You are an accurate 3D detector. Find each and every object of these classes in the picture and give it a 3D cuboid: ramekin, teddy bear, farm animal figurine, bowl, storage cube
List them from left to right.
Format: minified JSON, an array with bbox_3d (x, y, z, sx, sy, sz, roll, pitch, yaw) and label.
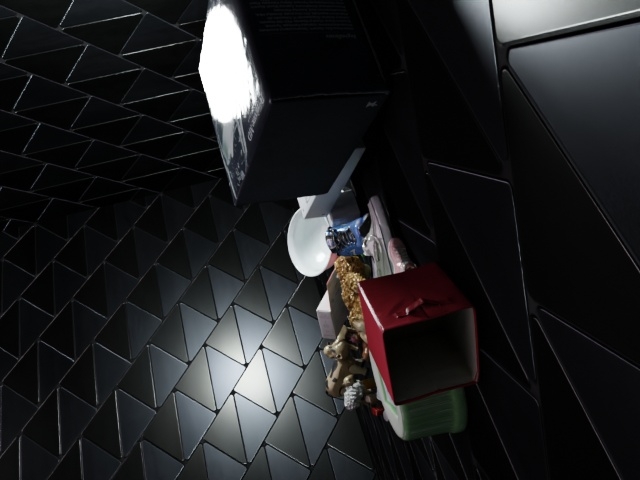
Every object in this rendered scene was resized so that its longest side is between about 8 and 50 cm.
[{"bbox_3d":[0.000,0.000,2.309,0.298,0.134,0.297,5,97,51],"label":"bowl"},{"bbox_3d":[0.093,0.456,2.102,0.330,0.172,0.326,171,113,-74],"label":"farm animal figurine"},{"bbox_3d":[0.139,0.188,1.815,0.338,0.113,0.245,-98,-18,-56],"label":"teddy bear"},{"bbox_3d":[0.226,0.335,1.337,0.303,0.148,0.303,165,90,-83],"label":"ramekin"},{"bbox_3d":[0.196,0.181,1.113,0.193,0.184,0.215,-115,12,-63],"label":"storage cube"}]

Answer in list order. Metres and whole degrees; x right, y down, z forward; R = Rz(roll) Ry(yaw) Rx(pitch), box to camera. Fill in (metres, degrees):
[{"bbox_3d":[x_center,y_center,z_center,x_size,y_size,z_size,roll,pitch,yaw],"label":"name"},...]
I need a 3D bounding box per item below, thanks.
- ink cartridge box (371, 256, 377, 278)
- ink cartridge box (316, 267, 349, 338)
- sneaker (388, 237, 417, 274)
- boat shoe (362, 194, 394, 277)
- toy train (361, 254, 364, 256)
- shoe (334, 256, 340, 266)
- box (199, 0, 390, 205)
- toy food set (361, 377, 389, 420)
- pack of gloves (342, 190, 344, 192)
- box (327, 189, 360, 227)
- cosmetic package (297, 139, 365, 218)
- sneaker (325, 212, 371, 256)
[{"bbox_3d":[0.200,0.185,1.643,0.208,0.045,0.206,-104,4,-52],"label":"ink cartridge box"},{"bbox_3d":[0.062,0.189,2.124,0.296,0.066,0.261,-57,-37,-53],"label":"ink cartridge box"},{"bbox_3d":[0.206,0.050,1.340,0.070,0.051,0.134,139,128,-62],"label":"sneaker"},{"bbox_3d":[0.154,0.017,1.439,0.096,0.088,0.267,-61,-44,-74],"label":"boat shoe"},{"bbox_3d":[0.141,0.029,1.942,0.083,0.017,0.023,-114,1,-54],"label":"toy train"},{"bbox_3d":[0.074,0.057,2.381,0.081,0.063,0.178,-141,32,-77],"label":"shoe"},{"bbox_3d":[-0.103,-0.412,1.391,0.480,0.297,0.471,125,130,-61],"label":"box"},{"bbox_3d":[0.253,0.597,2.045,0.232,0.105,0.111,11,103,63],"label":"toy food set"},{"bbox_3d":[0.042,-0.204,2.133,0.195,0.046,0.232,85,168,-60],"label":"pack of gloves"},{"bbox_3d":[0.073,-0.102,1.854,0.087,0.101,0.102,90,164,-62],"label":"box"},{"bbox_3d":[-0.002,-0.284,1.708,0.377,0.097,0.284,120,136,-56],"label":"cosmetic package"},{"bbox_3d":[0.096,0.002,1.702,0.330,0.147,0.129,124,131,-80],"label":"sneaker"}]
